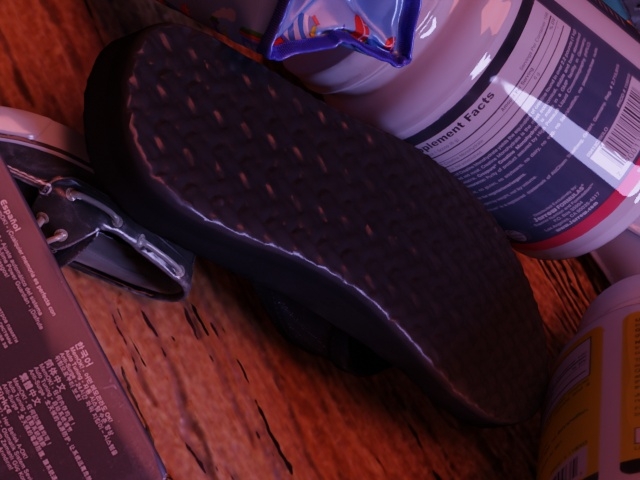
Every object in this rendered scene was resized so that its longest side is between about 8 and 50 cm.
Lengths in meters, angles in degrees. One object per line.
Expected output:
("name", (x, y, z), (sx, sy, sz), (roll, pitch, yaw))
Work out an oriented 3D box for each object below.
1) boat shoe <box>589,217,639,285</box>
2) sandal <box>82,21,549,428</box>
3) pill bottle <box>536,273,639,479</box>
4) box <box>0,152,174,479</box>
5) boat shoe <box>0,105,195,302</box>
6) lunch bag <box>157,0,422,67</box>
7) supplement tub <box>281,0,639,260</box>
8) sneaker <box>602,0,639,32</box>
("boat shoe", (0.298, 0.052, 1.561), (0.267, 0.096, 0.088), (42, 49, -21))
("sandal", (-0.001, -0.003, 1.284), (0.445, 0.107, 0.168), (34, 52, -37))
("pill bottle", (0.249, 0.162, 1.359), (0.188, 0.188, 0.334), (49, 25, -17))
("box", (-0.227, -0.034, 0.950), (0.097, 0.318, 0.395), (-28, 93, -13))
("boat shoe", (-0.161, -0.020, 1.173), (0.219, 0.077, 0.070), (23, 57, -37))
("lunch bag", (-0.021, -0.287, 1.221), (0.138, 0.221, 0.293), (-3, 115, -45))
("supplement tub", (0.123, -0.124, 1.405), (0.272, 0.191, 0.191), (34, 52, -29))
("sneaker", (0.263, -0.192, 1.618), (0.302, 0.121, 0.108), (42, 49, -23))
